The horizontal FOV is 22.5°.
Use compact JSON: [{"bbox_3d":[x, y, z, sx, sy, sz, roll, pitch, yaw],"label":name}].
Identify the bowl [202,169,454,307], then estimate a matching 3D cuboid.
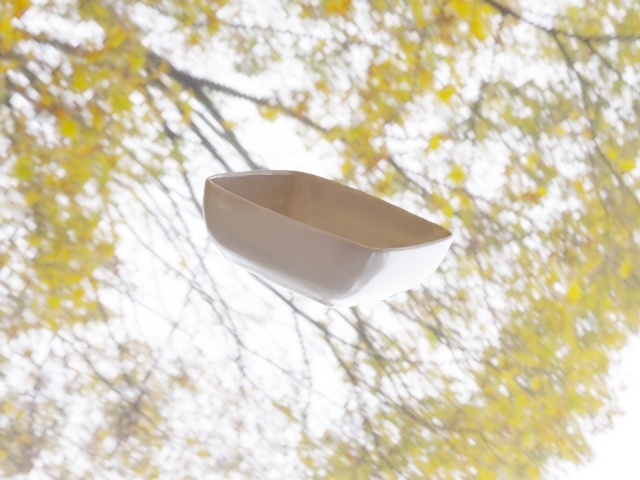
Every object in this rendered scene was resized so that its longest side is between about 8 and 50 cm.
[{"bbox_3d":[0.000,0.000,1.050,0.142,0.142,0.053,25,-74,26],"label":"bowl"}]
